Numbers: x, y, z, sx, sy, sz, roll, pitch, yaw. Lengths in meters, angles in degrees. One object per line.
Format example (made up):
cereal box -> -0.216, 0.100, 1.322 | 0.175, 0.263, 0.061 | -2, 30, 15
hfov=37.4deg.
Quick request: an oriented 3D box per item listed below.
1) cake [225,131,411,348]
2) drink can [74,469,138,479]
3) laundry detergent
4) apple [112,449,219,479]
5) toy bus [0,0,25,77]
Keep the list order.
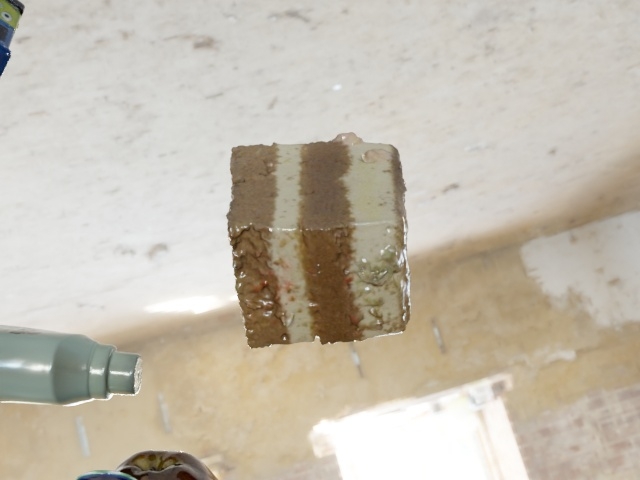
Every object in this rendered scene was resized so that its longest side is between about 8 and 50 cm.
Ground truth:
cake -> 0.000, 0.000, 1.540 | 0.290, 0.282, 0.256 | -4, 128, 4
drink can -> -0.275, 0.394, 1.165 | 0.118, 0.205, 0.118 | -1, 137, -1
laundry detergent -> -0.477, 0.192, 1.481 | 0.397, 0.125, 0.264 | 4, 174, 1
apple -> -0.239, 0.429, 1.458 | 0.229, 0.230, 0.230 | -15, 165, -4
toy bus -> -0.641, -0.303, 1.666 | 0.138, 0.175, 0.288 | 24, 129, -23
